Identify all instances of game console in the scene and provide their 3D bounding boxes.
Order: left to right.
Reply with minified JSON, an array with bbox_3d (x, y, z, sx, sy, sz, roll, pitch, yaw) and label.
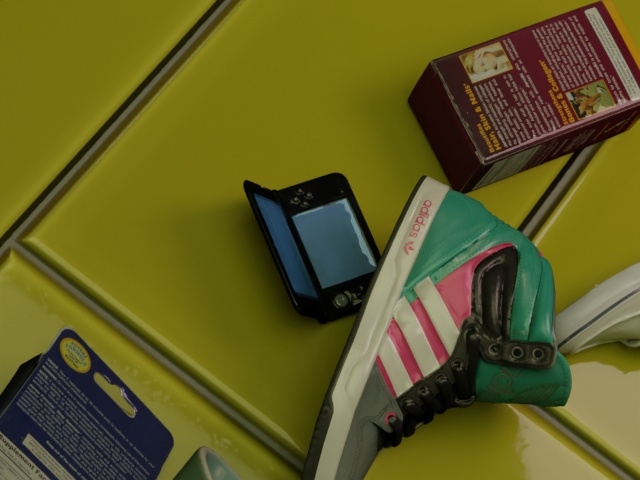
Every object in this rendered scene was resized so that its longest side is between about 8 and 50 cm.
[{"bbox_3d":[0.000,0.000,1.396,0.107,0.071,0.122,-18,75,-18],"label":"game console"}]

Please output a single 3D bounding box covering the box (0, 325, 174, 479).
[{"bbox_3d":[-0.199,0.180,1.247,0.136,0.036,0.225,49,39,-16],"label":"box"}]

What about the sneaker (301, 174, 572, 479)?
[{"bbox_3d":[0.105,0.113,1.340,0.178,0.124,0.295,22,78,5],"label":"sneaker"}]

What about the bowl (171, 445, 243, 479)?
[{"bbox_3d":[-0.061,0.313,1.167,0.163,0.311,0.311,-33,79,-2],"label":"bowl"}]

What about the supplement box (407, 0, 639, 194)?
[{"bbox_3d":[0.186,-0.126,1.478,0.188,0.081,0.104,-21,76,-19],"label":"supplement box"}]

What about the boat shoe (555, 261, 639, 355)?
[{"bbox_3d":[0.292,0.054,1.432,0.226,0.083,0.076,-26,76,-21],"label":"boat shoe"}]
